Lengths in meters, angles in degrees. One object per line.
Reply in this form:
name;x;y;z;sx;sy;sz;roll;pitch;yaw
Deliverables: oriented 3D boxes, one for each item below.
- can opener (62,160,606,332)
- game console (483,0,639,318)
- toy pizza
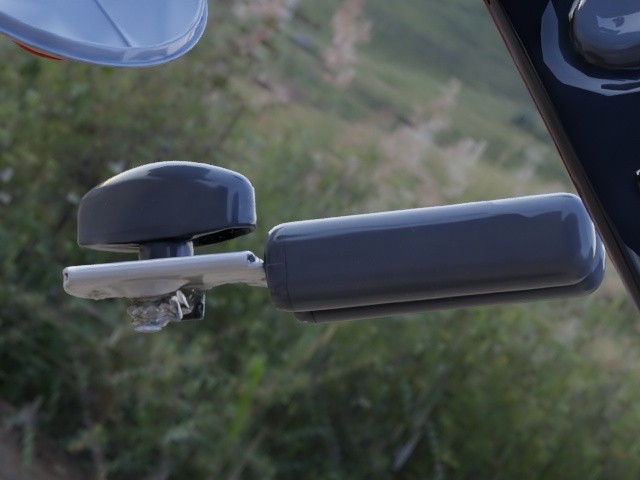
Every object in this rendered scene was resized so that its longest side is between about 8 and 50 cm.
can opener;0.000;0.000;0.974;0.280;0.093;0.074;-2;-9;16
game console;0.248;-0.101;0.563;0.060;0.387;0.342;51;14;-43
toy pizza;-0.152;-0.153;1.007;0.201;0.032;0.201;24;35;-18
